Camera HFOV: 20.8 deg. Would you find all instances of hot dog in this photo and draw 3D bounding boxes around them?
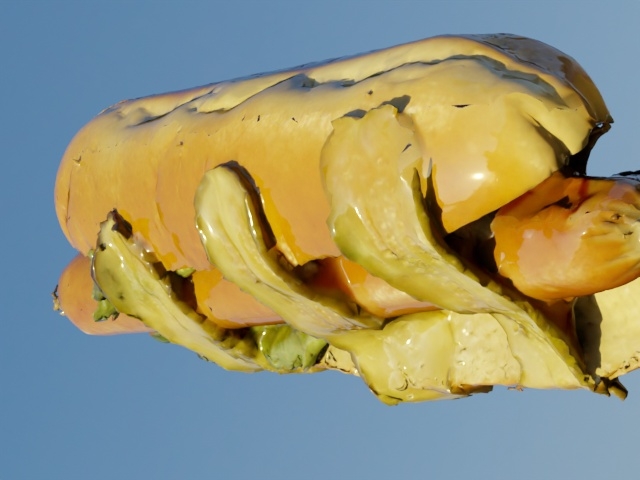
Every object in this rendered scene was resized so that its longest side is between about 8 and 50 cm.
[{"bbox_3d":[0.000,0.000,0.497,0.109,0.269,0.072,41,-117,-28],"label":"hot dog"}]
